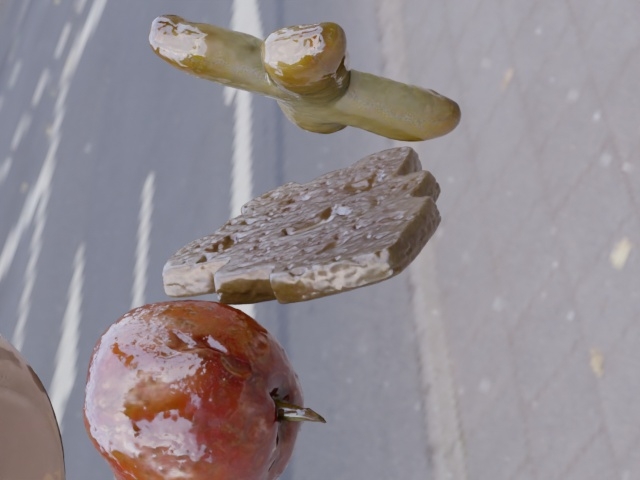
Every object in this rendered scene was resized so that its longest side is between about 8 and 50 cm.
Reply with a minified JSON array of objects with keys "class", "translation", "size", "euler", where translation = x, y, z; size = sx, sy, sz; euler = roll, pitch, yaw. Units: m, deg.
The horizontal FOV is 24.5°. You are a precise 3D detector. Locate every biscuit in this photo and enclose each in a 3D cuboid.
[{"class":"biscuit","translation":[-0.007,-0.117,1.092],"size":[0.164,0.208,0.047],"euler":[6,83,34]},{"class":"biscuit","translation":[0.001,0.001,1.309],"size":[0.043,0.278,0.301],"euler":[69,168,-18]}]

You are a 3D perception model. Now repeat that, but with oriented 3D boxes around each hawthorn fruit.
[{"class":"hawthorn fruit","translation":[-0.091,0.138,1.223],"size":[0.200,0.179,0.179],"euler":[3,69,29]}]

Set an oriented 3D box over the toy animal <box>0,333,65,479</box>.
[{"class":"toy animal","translation":[-0.269,0.137,0.899],"size":[0.256,0.195,0.213],"euler":[12,83,39]}]
